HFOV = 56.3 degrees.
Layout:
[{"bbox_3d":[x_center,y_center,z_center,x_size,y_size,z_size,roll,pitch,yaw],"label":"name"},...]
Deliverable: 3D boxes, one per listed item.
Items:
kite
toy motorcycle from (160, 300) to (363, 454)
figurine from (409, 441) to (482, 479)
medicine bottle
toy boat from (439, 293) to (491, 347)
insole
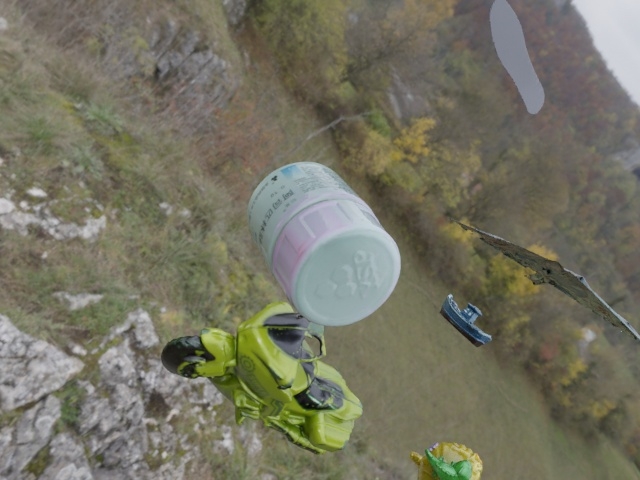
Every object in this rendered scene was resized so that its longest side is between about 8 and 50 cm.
[{"bbox_3d":[0.390,0.060,1.030,0.406,0.014,0.368,35,1,11],"label":"kite"},{"bbox_3d":[-0.053,0.198,0.868,0.342,0.206,0.142,47,36,-43],"label":"toy motorcycle"},{"bbox_3d":[0.167,0.324,0.844,0.115,0.094,0.156,24,-17,29],"label":"figurine"},{"bbox_3d":[0.000,0.000,0.666,0.135,0.135,0.168,36,10,-37],"label":"medicine bottle"},{"bbox_3d":[0.297,0.158,1.218,0.060,0.061,0.137,39,5,-39],"label":"toy boat"},{"bbox_3d":[0.200,-0.183,0.606,0.002,0.045,0.135,19,-24,52],"label":"insole"}]
